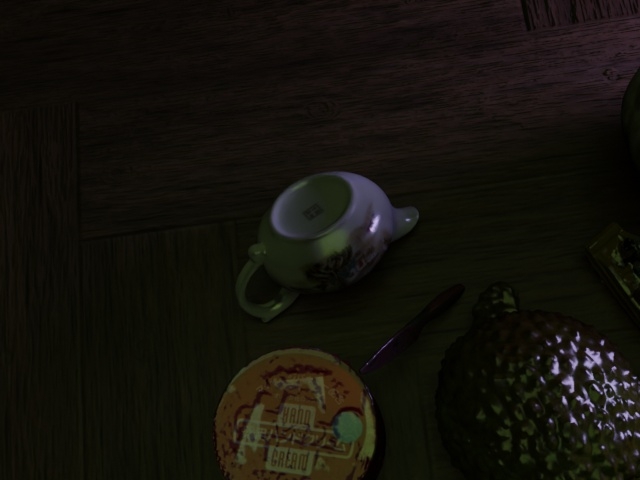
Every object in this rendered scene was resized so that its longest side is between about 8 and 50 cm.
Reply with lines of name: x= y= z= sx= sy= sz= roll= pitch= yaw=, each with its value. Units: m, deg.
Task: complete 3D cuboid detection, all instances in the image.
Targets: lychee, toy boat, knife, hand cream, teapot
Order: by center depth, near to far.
lychee: x=0.274 y=0.212 z=1.144 sx=0.270 sy=0.270 sz=0.320 roll=-51 pitch=33 yaw=-10
hand cream: x=-0.023 y=0.263 z=1.218 sx=0.230 sy=0.149 sz=0.230 roll=-2 pitch=74 yaw=8
toy boat: x=0.489 y=0.099 z=1.228 sx=0.089 sy=0.115 sz=0.310 roll=-35 pitch=71 yaw=-6
knife: x=0.129 y=0.123 z=1.250 sx=0.018 sy=0.035 sz=0.247 roll=20 pitch=39 yaw=36
teapot: x=0.000 y=0.000 z=1.311 sx=0.298 sy=0.139 sz=0.204 roll=-29 pitch=44 yaw=-1

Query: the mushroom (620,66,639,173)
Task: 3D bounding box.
mushroom: x=0.567 y=-0.136 z=1.203 sx=0.352 sy=0.260 sz=0.352 roll=12 pitch=35 yaw=-9
